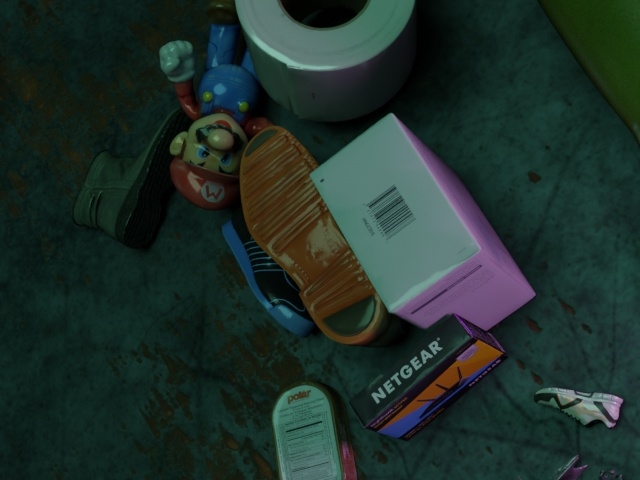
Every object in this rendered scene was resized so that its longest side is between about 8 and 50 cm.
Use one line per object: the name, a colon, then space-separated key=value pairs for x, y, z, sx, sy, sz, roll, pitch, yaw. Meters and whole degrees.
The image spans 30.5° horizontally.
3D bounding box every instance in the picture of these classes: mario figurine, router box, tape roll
mario figurine: x=-0.131 y=-0.200 z=1.730 sx=0.198 sy=0.170 sz=0.320 roll=5 pitch=76 yaw=28
router box: x=0.137 y=0.176 z=1.486 sx=0.179 sy=0.133 sz=0.046 roll=-42 pitch=59 yaw=12
tape roll: x=0.013 y=-0.309 z=1.636 sx=0.246 sy=0.169 sz=0.246 roll=-1 pitch=71 yaw=4

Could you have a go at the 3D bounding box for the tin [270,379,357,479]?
tin: x=-0.011 y=0.282 z=1.592 sx=0.106 sy=0.040 sz=0.190 roll=-18 pitch=67 yaw=18

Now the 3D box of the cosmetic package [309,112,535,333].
cosmetic package: x=0.134 y=-0.006 z=1.490 sx=0.138 sy=0.224 sz=0.224 roll=-36 pitch=61 yaw=12

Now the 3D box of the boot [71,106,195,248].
boot: x=-0.299 y=-0.117 z=1.850 sx=0.161 sy=0.083 sz=0.246 roll=25 pitch=86 yaw=38

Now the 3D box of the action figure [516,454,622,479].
action figure: x=0.320 y=0.362 z=1.352 sx=0.285 sy=0.099 sz=0.185 roll=35 pitch=98 yaw=35

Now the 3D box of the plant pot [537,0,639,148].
plant pot: x=0.430 y=-0.286 z=1.371 sx=0.366 sy=0.366 sz=0.353 roll=-23 pitch=77 yaw=21

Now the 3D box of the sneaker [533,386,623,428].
sneaker: x=0.312 y=0.204 z=1.436 sx=0.109 sy=0.040 sz=0.044 roll=4 pitch=79 yaw=30

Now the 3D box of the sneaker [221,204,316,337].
sneaker: x=-0.058 y=0.028 z=1.668 sx=0.090 sy=0.081 sz=0.232 roll=-45 pitch=58 yaw=18

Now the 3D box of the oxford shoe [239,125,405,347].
oxford shoe: x=0.000 y=0.000 z=1.615 sx=0.130 sy=0.132 sz=0.364 roll=-36 pitch=62 yaw=17
